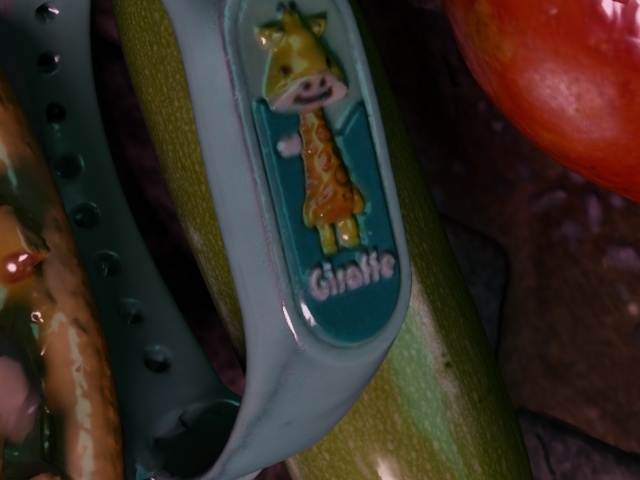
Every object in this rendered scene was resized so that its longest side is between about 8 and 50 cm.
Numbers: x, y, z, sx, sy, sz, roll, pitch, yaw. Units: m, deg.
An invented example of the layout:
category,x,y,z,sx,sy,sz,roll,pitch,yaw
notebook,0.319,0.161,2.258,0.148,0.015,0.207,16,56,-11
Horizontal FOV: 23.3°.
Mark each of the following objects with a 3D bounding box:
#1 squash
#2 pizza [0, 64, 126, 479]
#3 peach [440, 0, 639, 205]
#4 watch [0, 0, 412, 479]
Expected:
category,x,y,z,sx,sy,sz,roll,pitch,yaw
squash,0.000,0.000,0.656,0.107,0.107,0.395,-22,89,-37
pizza,-0.181,0.026,0.518,0.223,0.089,0.323,-14,80,-28
peach,0.197,-0.151,0.752,0.338,0.281,0.281,26,61,-25
watch,-0.054,-0.016,0.575,0.068,0.195,0.237,-20,97,-38
